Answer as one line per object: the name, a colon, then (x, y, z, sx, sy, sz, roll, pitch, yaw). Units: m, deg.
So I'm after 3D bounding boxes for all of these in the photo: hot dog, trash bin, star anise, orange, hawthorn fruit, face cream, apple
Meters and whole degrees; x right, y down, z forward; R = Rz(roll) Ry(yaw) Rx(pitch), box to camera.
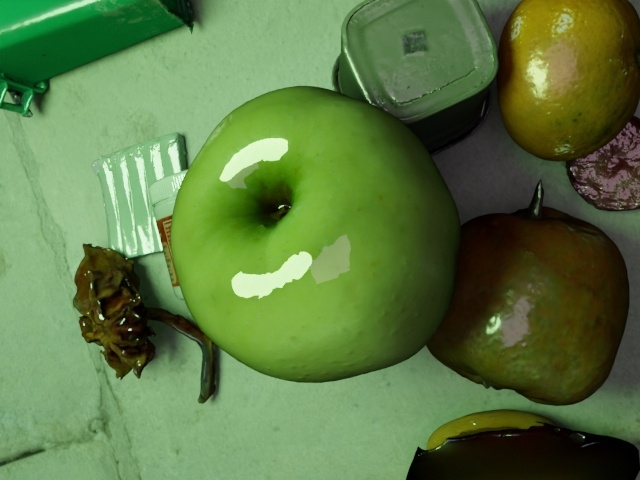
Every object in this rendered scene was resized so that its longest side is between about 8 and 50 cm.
hot dog: (0.294, 0.347, 0.942, 0.326, 0.107, 0.194, 8, 106, 3)
trash bin: (0.128, -0.236, 0.857, 0.219, 0.250, 0.219, -26, 88, 5)
star anise: (-0.312, 0.153, 1.042, 0.346, 0.148, 0.237, 44, 143, -7)
trash bin: (-0.422, -0.388, 0.971, 0.381, 0.259, 0.295, -12, 91, 11)
orange: (0.339, -0.227, 0.818, 0.171, 0.240, 0.240, 8, 97, 37)
hawthorn fruit: (0.289, 0.066, 0.846, 0.268, 0.268, 0.300, 15, 96, 11)
face cream: (-0.151, -0.017, 0.962, 0.201, 0.201, 0.187, -14, 91, 14)
apple: (0.000, 0.000, 0.741, 0.358, 0.357, 0.357, 1, 95, 13)

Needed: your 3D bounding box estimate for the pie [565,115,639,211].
pie: (0.442, -0.117, 0.901, 0.155, 0.036, 0.154, 1, 95, 13)

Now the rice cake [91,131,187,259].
rice cake: (-0.310, -0.072, 1.078, 0.190, 0.037, 0.198, -14, 92, 14)
